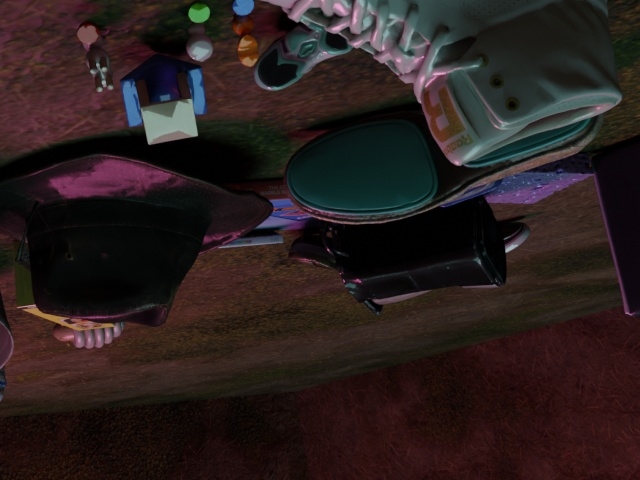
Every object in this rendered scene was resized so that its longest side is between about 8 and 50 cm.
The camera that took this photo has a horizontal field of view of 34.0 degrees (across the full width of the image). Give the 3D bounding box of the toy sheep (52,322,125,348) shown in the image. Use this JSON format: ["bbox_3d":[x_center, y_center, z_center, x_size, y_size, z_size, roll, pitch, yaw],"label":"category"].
[{"bbox_3d":[-0.350,0.125,1.626,0.132,0.091,0.091,-20,171,-21],"label":"toy sheep"}]

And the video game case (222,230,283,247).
[{"bbox_3d":[-0.118,-0.004,1.308,0.122,0.011,0.087,-5,-169,-21],"label":"video game case"}]

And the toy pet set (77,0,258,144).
[{"bbox_3d":[-0.109,-0.135,0.765,0.122,0.065,0.114,-11,133,-8],"label":"toy pet set"}]

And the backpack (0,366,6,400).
[{"bbox_3d":[-0.577,0.161,1.317,0.356,0.273,0.290,-20,162,-10],"label":"backpack"}]

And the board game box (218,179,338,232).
[{"bbox_3d":[-0.062,-0.039,1.237,0.281,0.027,0.145,-5,168,-21],"label":"board game box"}]

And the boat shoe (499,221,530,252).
[{"bbox_3d":[0.251,0.000,1.606,0.142,0.049,0.040,-22,124,29],"label":"boat shoe"}]

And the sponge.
[{"bbox_3d":[0.217,-0.076,1.274,0.210,0.031,0.117,-2,165,-32],"label":"sponge"}]

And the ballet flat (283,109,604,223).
[{"bbox_3d":[0.123,-0.081,1.029,0.316,0.107,0.106,-12,174,16],"label":"ballet flat"}]

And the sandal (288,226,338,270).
[{"bbox_3d":[0.000,0.000,1.365,0.090,0.060,0.219,10,-177,6],"label":"sandal"}]

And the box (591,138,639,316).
[{"bbox_3d":[0.583,-0.051,1.246,0.395,0.212,0.294,-21,163,40],"label":"box"}]

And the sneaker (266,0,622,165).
[{"bbox_3d":[0.052,-0.128,0.616,0.293,0.169,0.108,-4,168,-20],"label":"sneaker"}]

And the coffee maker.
[{"bbox_3d":[0.117,0.012,1.251,0.178,0.120,0.171,-14,166,25],"label":"coffee maker"}]

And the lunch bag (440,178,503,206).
[{"bbox_3d":[0.148,-0.080,1.124,0.098,0.067,0.065,-19,165,30],"label":"lunch bag"}]

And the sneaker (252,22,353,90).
[{"bbox_3d":[-0.011,-0.148,0.787,0.098,0.038,0.069,-30,-166,-4],"label":"sneaker"}]

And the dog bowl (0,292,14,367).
[{"bbox_3d":[-0.488,0.063,1.049,0.349,0.102,0.348,-6,154,-3],"label":"dog bowl"}]

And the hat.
[{"bbox_3d":[-0.214,0.024,1.086,0.331,0.133,0.331,1,163,0],"label":"hat"}]

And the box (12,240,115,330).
[{"bbox_3d":[-0.324,0.059,1.347,0.058,0.087,0.232,-8,169,4],"label":"box"}]
